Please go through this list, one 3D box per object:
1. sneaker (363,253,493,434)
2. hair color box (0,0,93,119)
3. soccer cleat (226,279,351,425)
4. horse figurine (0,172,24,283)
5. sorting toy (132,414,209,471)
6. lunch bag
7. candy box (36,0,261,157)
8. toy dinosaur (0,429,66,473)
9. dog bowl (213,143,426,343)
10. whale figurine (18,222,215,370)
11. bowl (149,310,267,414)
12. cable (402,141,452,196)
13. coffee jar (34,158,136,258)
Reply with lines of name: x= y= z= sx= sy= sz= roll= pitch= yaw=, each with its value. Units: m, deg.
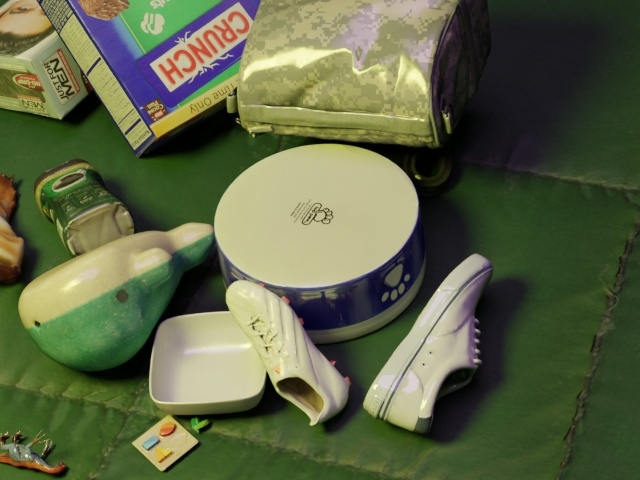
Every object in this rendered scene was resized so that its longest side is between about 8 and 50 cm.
sneaker: x=0.150 y=0.127 z=1.639 sx=0.091 sy=0.094 sz=0.258 roll=31 pitch=60 yaw=11
hair color box: x=-0.362 y=-0.349 z=2.136 sx=0.185 sy=0.113 sz=0.374 roll=12 pitch=48 yaw=37
soccer cleat: x=-0.044 y=0.129 z=1.614 sx=0.196 sy=0.068 sz=0.076 roll=48 pitch=41 yaw=1
horse figurine: x=-0.456 y=-0.016 z=1.844 sx=0.066 sy=0.174 sz=0.263 roll=-50 pitch=47 yaw=16
sorting toy: x=-0.173 y=0.229 z=1.631 sx=0.083 sy=0.012 sz=0.062 roll=-37 pitch=51 yaw=-24
lunch bag: x=0.052 y=-0.239 z=1.832 sx=0.305 sy=0.212 sz=0.256 roll=7 pitch=48 yaw=20
candy box: x=-0.226 y=-0.324 z=1.987 sx=0.268 sy=0.122 sz=0.317 roll=-34 pitch=94 yaw=-23
toy dinosaur: x=-0.340 y=0.257 z=1.628 sx=0.082 sy=0.047 sz=0.090 roll=44 pitch=98 yaw=29
dog bowl: x=0.000 y=0.000 z=1.763 sx=0.265 sy=0.104 sz=0.265 roll=-5 pitch=46 yaw=5
whale figurine: x=-0.238 y=0.068 z=1.726 sx=0.272 sy=0.141 sz=0.216 roll=-28 pitch=5 yaw=-43
bowl: x=-0.130 y=0.154 z=1.669 sx=0.142 sy=0.053 sz=0.142 roll=-5 pitch=46 yaw=6
cable: x=0.154 y=-0.171 z=1.960 sx=0.140 sy=0.072 sz=0.287 roll=0 pitch=56 yaw=-14
coffee jar: x=-0.318 y=-0.042 z=1.849 sx=0.096 sy=0.079 sz=0.184 roll=-26 pitch=32 yaw=-13
